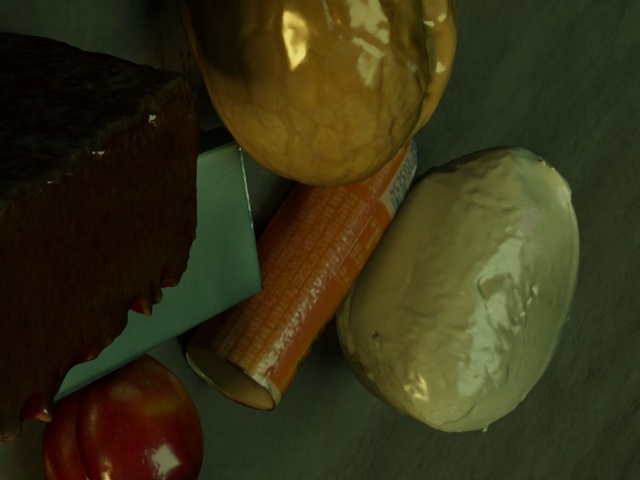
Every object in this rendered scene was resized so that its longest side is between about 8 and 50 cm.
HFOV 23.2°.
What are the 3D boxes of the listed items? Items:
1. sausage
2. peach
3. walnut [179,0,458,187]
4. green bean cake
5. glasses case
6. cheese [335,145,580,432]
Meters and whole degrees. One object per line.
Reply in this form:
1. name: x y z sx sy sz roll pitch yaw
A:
1. sausage: 0.000 0.000 1.038 0.234 0.071 0.071 -57 147 -22
2. peach: -0.115 0.116 0.900 0.100 0.100 0.101 -35 134 -45
3. walnut: -0.001 -0.126 0.885 0.159 0.159 0.207 -45 141 -37
4. green bean cake: -0.141 -0.014 0.679 0.232 0.198 0.097 -29 132 -55
5. glasses case: -0.138 0.020 0.850 0.266 0.056 0.105 -27 114 -50
6. cheese: 0.098 0.039 1.111 0.154 0.189 0.198 27 80 -18
